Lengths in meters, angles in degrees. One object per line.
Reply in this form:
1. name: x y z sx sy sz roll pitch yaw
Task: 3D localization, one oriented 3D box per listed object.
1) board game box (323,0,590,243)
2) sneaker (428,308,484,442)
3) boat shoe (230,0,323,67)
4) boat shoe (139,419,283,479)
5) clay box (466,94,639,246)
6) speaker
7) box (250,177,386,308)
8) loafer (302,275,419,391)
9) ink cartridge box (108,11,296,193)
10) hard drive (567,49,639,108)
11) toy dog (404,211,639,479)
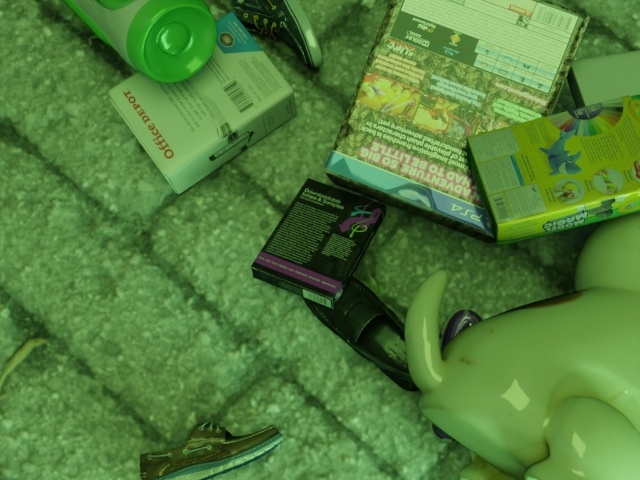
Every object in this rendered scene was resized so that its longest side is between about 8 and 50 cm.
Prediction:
1. board game box: 0.168 -0.172 1.158 0.232 0.141 0.291 22 90 6
2. sneaker: 0.178 0.168 1.140 0.068 0.071 0.170 9 76 3
3. boat shoe: -0.066 -0.303 1.268 0.083 0.065 0.183 -27 71 -3
4. boat shoe: -0.138 0.257 1.124 0.183 0.066 0.066 -21 75 -4
5. clay box: 0.287 -0.082 1.024 0.222 0.053 0.128 -13 59 2
6. speaker: -0.255 -0.322 1.190 0.131 0.131 0.296 -39 54 -8
7. box: 0.000 0.000 1.171 0.116 0.029 0.162 21 59 18
8. loafer: 0.057 0.101 1.153 0.223 0.078 0.076 42 81 11
9. ink cartridge box: -0.156 -0.183 1.223 0.203 0.086 0.148 -35 77 -7
10. hard drive: 0.485 -0.159 1.112 0.318 0.040 0.210 -8 55 2
11. toy dog: 0.323 0.130 1.058 0.395 0.284 0.408 44 71 10
